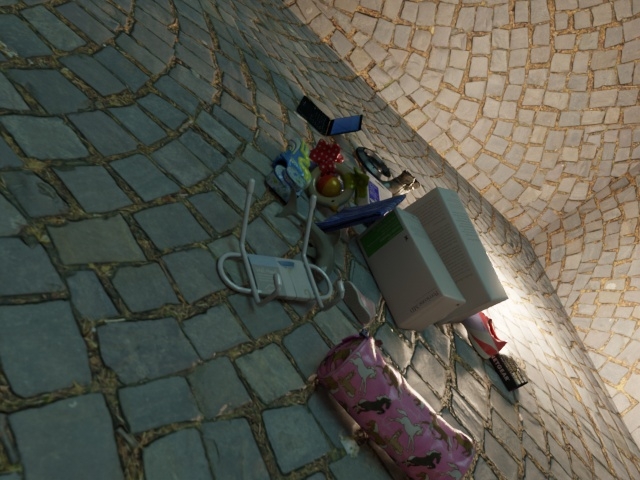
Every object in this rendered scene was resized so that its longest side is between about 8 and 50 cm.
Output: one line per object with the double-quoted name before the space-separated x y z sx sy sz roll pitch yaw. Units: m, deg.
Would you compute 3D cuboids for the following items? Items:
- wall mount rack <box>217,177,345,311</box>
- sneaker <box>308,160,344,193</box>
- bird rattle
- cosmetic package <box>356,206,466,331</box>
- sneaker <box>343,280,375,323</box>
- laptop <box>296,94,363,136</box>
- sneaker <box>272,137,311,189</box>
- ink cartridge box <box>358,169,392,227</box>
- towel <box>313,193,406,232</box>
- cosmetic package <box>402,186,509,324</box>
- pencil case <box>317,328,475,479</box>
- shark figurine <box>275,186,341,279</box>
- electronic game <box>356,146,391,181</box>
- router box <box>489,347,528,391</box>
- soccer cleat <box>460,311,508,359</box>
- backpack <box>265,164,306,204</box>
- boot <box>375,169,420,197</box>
"wall mount rack" -0.083 0.021 1.205 0.350 0.130 0.304 11 48 -43
"sneaker" 0.019 -0.248 1.799 0.211 0.081 0.080 24 37 -36
"bird rattle" 0.043 -0.213 1.670 0.253 0.207 0.143 39 -13 7
"cosmetic package" 0.290 0.093 1.626 0.155 0.197 0.366 20 36 -45
"sneaker" 0.111 0.173 1.413 0.134 0.051 0.070 58 26 11
"laptop" 0.047 -0.575 2.214 0.264 0.136 0.234 40 27 -16
"sneaker" -0.101 -0.281 1.654 0.126 0.091 0.240 24 36 -38
"ink cartridge box" 0.226 -0.142 1.988 0.165 0.065 0.333 37 30 -20
"towel" 0.131 -0.095 1.601 0.336 0.243 0.040 -35 110 -65
"cosmetic package" 0.472 0.056 1.820 0.161 0.230 0.454 4 60 -47
"pencil case" 0.170 0.383 1.108 0.386 0.167 0.160 48 -9 -1
"shark figurine" -0.001 -0.019 1.434 0.166 0.116 0.278 5 51 -56
"electronic game" 0.252 -0.354 2.324 0.229 0.048 0.229 36 28 -23
"router box" 0.717 0.486 1.905 0.133 0.046 0.179 10 45 -50
"soccer cleat" 0.587 0.291 1.890 0.108 0.116 0.318 8 48 -52
"backpack" -0.104 -0.182 1.525 0.114 0.084 0.105 41 25 -8
"boot" 0.322 -0.262 2.179 0.246 0.161 0.084 25 35 -39
